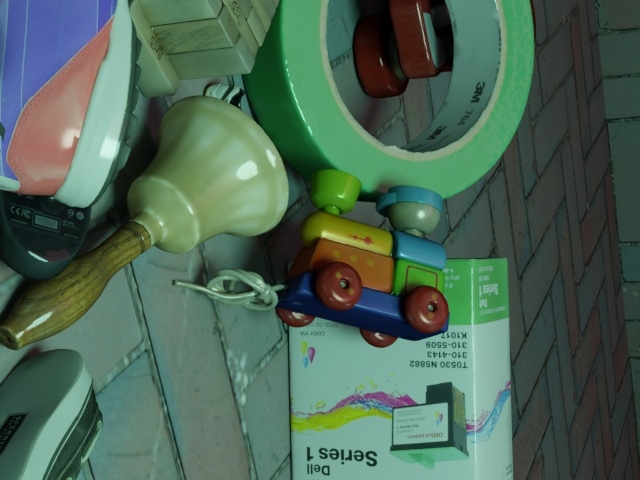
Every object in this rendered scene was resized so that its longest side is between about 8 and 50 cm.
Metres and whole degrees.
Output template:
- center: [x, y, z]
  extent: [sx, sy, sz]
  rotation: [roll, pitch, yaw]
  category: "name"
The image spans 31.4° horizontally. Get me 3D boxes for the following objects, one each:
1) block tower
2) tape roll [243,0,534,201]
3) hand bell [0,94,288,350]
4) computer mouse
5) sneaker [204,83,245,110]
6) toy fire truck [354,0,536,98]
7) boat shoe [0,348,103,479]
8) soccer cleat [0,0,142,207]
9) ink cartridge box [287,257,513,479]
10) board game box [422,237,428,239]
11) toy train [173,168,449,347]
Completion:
- center: [-0.073, -0.269, 0.964]
  extent: [0.091, 0.097, 0.335]
  rotation: [62, 36, -43]
  category: "block tower"
- center: [0.074, -0.197, 1.126]
  extent: [0.321, 0.077, 0.321]
  rotation: [-2, 93, -36]
  category: "tape roll"
- center: [-0.139, 0.004, 0.820]
  extent: [0.242, 0.126, 0.126]
  rotation: [-46, 130, -43]
  category: "hand bell"
- center: [-0.185, -0.086, 0.779]
  extent: [0.071, 0.041, 0.242]
  rotation: [20, 62, -33]
  category: "computer mouse"
- center: [-0.082, -0.097, 1.002]
  extent: [0.032, 0.037, 0.083]
  rotation: [-17, 105, -67]
  category: "sneaker"
- center: [0.135, -0.318, 1.349]
  extent: [0.302, 0.169, 0.253]
  rotation: [-48, 127, -58]
  category: "toy fire truck"
- center: [-0.190, 0.159, 0.693]
  extent: [0.219, 0.078, 0.070]
  rotation: [-61, 141, -51]
  category: "boat shoe"
- center: [-0.176, -0.177, 0.727]
  extent: [0.116, 0.109, 0.318]
  rotation: [12, 64, -26]
  category: "soccer cleat"
- center: [0.081, 0.156, 1.146]
  extent: [0.117, 0.201, 0.278]
  rotation: [0, 88, -65]
  category: "ink cartridge box"
- center: [0.093, 0.091, 1.384]
  extent: [0.201, 0.035, 0.136]
  rotation: [-41, 125, -60]
  category: "board game box"
- center: [0.000, 0.000, 1.008]
  extent: [0.248, 0.105, 0.143]
  rotation: [16, 69, -22]
  category: "toy train"
